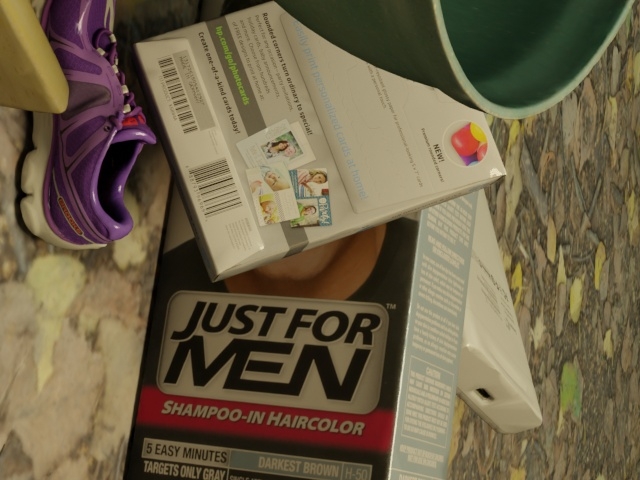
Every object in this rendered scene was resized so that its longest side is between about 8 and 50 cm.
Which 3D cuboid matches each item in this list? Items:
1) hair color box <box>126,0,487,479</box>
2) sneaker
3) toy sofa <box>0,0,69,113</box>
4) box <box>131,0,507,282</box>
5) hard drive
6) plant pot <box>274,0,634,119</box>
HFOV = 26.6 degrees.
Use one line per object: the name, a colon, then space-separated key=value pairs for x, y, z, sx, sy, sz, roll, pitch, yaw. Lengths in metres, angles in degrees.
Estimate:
hair color box: x=0.000 y=0.000 z=0.912 sx=0.113 sy=0.185 sz=0.375 roll=30 pitch=65 yaw=-62
sneaker: x=-0.125 y=-0.080 z=0.770 sx=0.068 sy=0.071 sz=0.170 roll=-6 pitch=97 yaw=-65
toy sofa: x=-0.173 y=-0.250 z=0.593 sx=0.150 sy=0.177 sz=0.363 roll=91 pitch=8 yaw=-75
box: x=-0.001 y=-0.074 z=0.805 sx=0.038 sy=0.186 sz=0.145 roll=137 pitch=-68 yaw=-77
hard drive: x=0.102 y=-0.033 z=1.146 sx=0.233 sy=0.047 sz=0.353 roll=45 pitch=31 yaw=-59
plant pot: x=0.035 y=-0.219 z=0.609 sx=0.293 sy=0.196 sz=0.293 roll=-37 pitch=136 yaw=-46
